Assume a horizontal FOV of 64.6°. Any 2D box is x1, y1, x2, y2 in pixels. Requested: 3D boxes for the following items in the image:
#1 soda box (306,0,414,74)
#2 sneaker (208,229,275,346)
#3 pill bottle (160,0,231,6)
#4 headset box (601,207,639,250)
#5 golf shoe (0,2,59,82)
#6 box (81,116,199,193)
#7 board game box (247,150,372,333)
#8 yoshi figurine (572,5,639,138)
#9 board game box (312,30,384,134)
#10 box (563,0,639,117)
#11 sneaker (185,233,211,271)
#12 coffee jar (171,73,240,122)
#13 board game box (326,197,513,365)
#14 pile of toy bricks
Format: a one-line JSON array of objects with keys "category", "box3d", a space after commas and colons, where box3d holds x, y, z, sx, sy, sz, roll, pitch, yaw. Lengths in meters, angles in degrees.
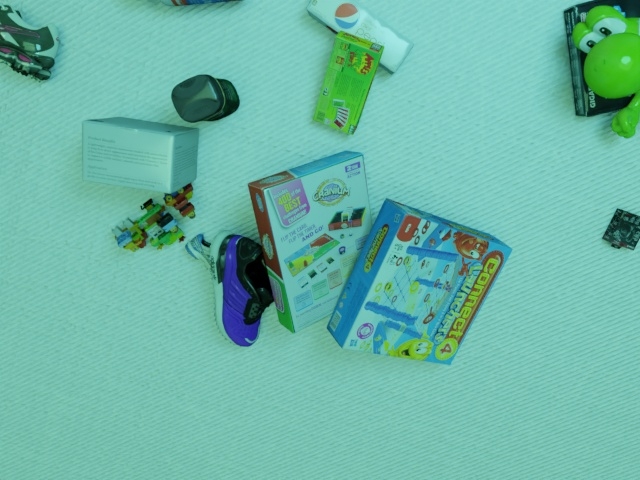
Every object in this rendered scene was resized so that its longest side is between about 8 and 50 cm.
[{"category": "soda box", "box3d": [0.079, -0.425, 1.015, 0.216, 0.074, 0.069, 33, 104, -6]}, {"category": "sneaker", "box3d": [-0.152, 0.125, 1.109, 0.146, 0.102, 0.293, 11, 122, 27]}, {"category": "pill bottle", "box3d": [-0.258, -0.523, 0.980, 0.221, 0.124, 0.124, -3, 104, 5]}, {"category": "headset box", "box3d": [0.669, -0.021, 1.114, 0.062, 0.032, 0.083, 18, 105, -2]}, {"category": "golf shoe", "box3d": [-0.679, -0.435, 1.048, 0.273, 0.105, 0.120, 22, 89, -9]}, {"category": "box", "box3d": [-0.363, -0.181, 1.044, 0.181, 0.182, 0.119, 9, 107, 1]}, {"category": "board game box", "box3d": [0.000, 0.000, 1.046, 0.242, 0.064, 0.316, -23, 116, -28]}, {"category": "yoshi figurine", "box3d": [0.617, -0.281, 0.917, 0.362, 0.203, 0.203, 28, 111, -3]}, {"category": "board game box", "box3d": [0.054, -0.313, 1.019, 0.092, 0.043, 0.181, 21, 131, 3]}, {"category": "box", "box3d": [0.597, -0.376, 1.015, 0.175, 0.051, 0.220, -12, 104, 5]}, {"category": "sneaker", "box3d": [-0.243, 0.036, 1.163, 0.135, 0.052, 0.058, 39, 99, -8]}, {"category": "coffee jar", "box3d": [-0.226, -0.281, 1.009, 0.096, 0.184, 0.079, -22, 102, 8]}, {"category": "board game box", "box3d": [0.211, 0.101, 1.076, 0.302, 0.086, 0.308, 15, 107, -29]}, {"category": "pile of toy bricks", "box3d": [-0.349, -0.028, 1.134, 0.212, 0.118, 0.105, -36, 133, 2]}]
